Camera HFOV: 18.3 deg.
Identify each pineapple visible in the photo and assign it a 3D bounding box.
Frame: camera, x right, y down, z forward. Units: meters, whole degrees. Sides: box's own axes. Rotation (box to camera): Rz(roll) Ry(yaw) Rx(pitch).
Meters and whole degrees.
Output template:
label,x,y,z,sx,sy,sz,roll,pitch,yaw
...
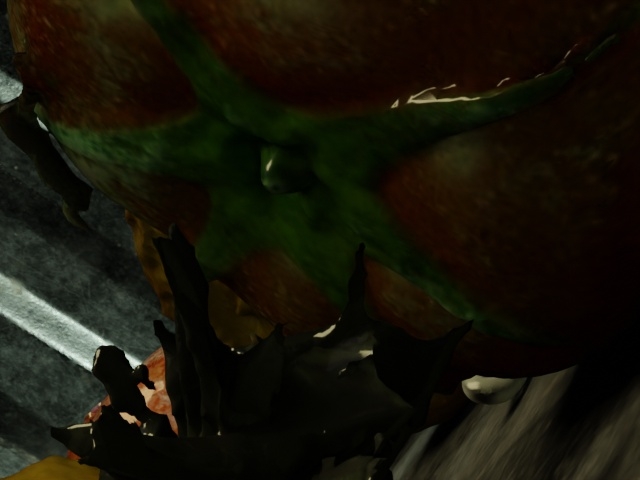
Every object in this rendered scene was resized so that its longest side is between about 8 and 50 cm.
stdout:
label,x,y,z,sx,sy,sz,roll,pitch,yaw
pineapple,-0.033,0.120,0.729,0.165,0.165,0.364,-58,-2,-29

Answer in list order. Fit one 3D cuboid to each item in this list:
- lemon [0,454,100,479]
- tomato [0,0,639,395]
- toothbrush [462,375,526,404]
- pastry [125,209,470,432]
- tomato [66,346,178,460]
label,x,y,z,sx,sy,sz,roll,pitch,yaw
lemon,-0.144,0.239,1.052,0.233,0.233,0.288,-58,-11,-42
tomato,0.037,-0.099,0.756,0.239,0.303,0.303,-55,-1,-32
toothbrush,0.138,-0.039,1.059,0.040,0.040,0.386,-57,1,39
pastry,0.000,0.000,1.085,0.240,0.235,0.132,94,-163,-44
tomato,-0.086,0.173,1.608,0.232,0.188,0.232,-42,-2,-2
